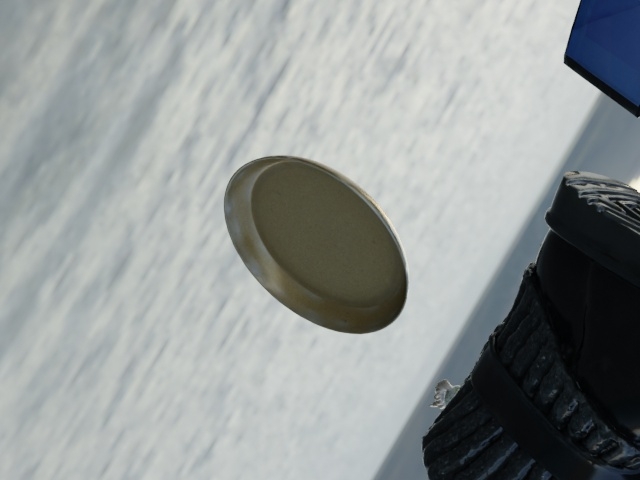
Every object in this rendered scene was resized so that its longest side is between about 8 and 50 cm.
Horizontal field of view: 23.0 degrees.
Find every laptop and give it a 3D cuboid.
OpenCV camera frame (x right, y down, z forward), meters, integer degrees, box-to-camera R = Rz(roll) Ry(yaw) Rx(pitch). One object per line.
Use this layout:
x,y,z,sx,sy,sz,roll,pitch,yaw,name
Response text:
0.309,-0.313,1.854,0.136,0.264,0.234,-41,-153,4,laptop

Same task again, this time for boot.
0.226,0.139,1.058,0.131,0.348,0.260,10,113,-35,boot

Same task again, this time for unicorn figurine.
0.217,0.232,2.090,0.060,0.162,0.111,-55,158,-47,unicorn figurine

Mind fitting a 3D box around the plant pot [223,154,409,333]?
0.000,0.000,1.709,0.032,0.236,0.236,-48,168,-37,plant pot
